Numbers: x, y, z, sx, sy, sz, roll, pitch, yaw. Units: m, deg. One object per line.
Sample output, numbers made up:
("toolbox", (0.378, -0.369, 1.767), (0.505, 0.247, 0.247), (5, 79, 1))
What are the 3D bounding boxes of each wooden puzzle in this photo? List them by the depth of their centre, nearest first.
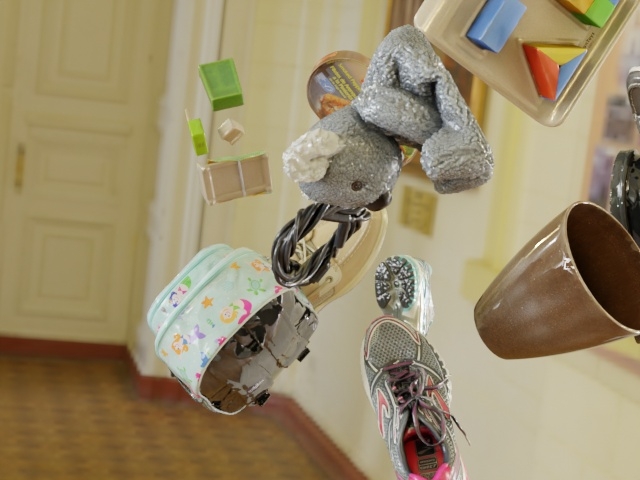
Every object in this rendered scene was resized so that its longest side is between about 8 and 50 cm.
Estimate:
("wooden puzzle", (0.379, -0.406, 2.203), (0.347, 0.322, 0.080), (31, 3, -25))

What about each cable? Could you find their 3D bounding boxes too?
("cable", (0.000, 0.000, 1.617), (0.047, 0.150, 0.184), (50, -1, 19))

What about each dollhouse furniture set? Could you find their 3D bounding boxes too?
("dollhouse furniture set", (-0.098, -0.110, 1.330), (0.076, 0.152, 0.059), (-14, 48, -7))

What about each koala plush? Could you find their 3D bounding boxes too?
("koala plush", (0.062, -0.116, 1.482), (0.221, 0.203, 0.196), (-29, -7, 6))

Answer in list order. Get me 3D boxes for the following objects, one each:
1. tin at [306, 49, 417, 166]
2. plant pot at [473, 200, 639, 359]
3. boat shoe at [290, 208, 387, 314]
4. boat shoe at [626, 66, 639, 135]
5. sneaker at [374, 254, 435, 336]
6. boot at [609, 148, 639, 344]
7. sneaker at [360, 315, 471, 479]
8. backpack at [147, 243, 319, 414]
("tin", (0.061, -0.178, 1.757), (0.106, 0.190, 0.040), (-28, 25, 29))
("plant pot", (0.351, 0.087, 1.936), (0.230, 0.215, 0.215), (-33, -20, 37))
("boat shoe", (-0.018, 0.044, 1.979), (0.098, 0.302, 0.109), (24, 25, -49))
("boat shoe", (0.594, -0.163, 2.112), (0.112, 0.096, 0.335), (10, -21, 44))
("sneaker", (0.170, 0.166, 2.386), (0.110, 0.283, 0.122), (10, 9, 35))
("boot", (0.632, 0.003, 2.114), (0.260, 0.348, 0.131), (-9, 7, 26))
("sneaker", (0.131, 0.226, 1.728), (0.120, 0.299, 0.112), (-20, -33, 1))
("backpack", (-0.131, 0.121, 1.832), (0.191, 0.225, 0.253), (43, -5, 14))
